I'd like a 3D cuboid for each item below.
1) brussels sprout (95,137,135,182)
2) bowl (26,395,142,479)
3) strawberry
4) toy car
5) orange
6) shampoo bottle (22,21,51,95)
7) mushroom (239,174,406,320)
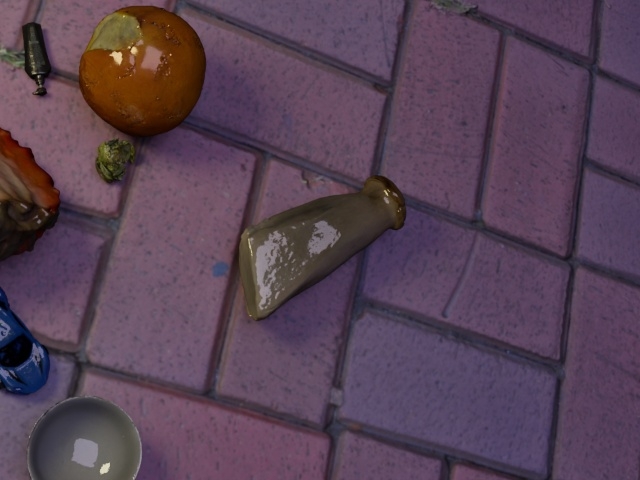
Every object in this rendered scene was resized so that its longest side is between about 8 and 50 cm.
[{"bbox_3d":[-0.382,-0.147,1.811,0.085,0.058,0.085,1,89,-55],"label":"brussels sprout"},{"bbox_3d":[-0.400,0.358,1.641,0.189,0.086,0.189,7,71,-22],"label":"bowl"},{"bbox_3d":[-0.597,-0.103,1.640,0.336,0.149,0.265,50,21,18],"label":"strawberry"},{"bbox_3d":[-0.535,0.162,1.647,0.103,0.063,0.216,-38,93,-29],"label":"toy car"},{"bbox_3d":[-0.320,-0.307,1.779,0.240,0.240,0.240,7,73,-23],"label":"orange"},{"bbox_3d":[-0.523,-0.334,1.812,0.048,0.027,0.137,-9,79,-13],"label":"shampoo bottle"},{"bbox_3d":[-0.007,-0.006,1.896,0.407,0.137,0.154,-32,79,-31],"label":"mushroom"}]
